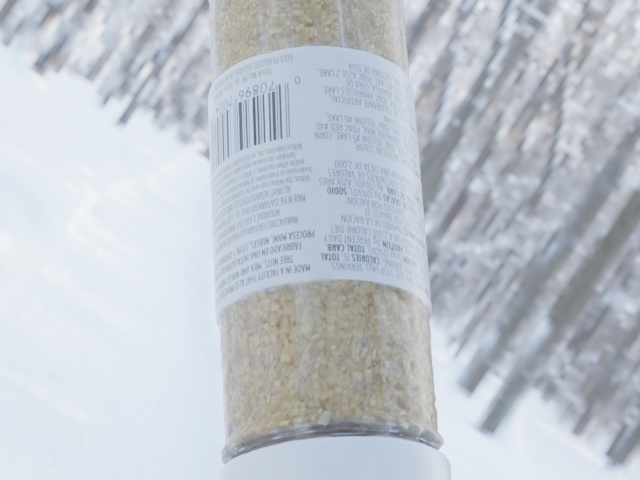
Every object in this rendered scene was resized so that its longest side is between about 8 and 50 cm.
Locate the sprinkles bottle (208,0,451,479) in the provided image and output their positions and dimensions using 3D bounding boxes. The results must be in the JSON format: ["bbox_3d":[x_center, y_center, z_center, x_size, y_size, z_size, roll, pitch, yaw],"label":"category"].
[{"bbox_3d":[0.000,0.000,0.977,0.121,0.355,0.121,-3,-23,-1],"label":"sprinkles bottle"}]
